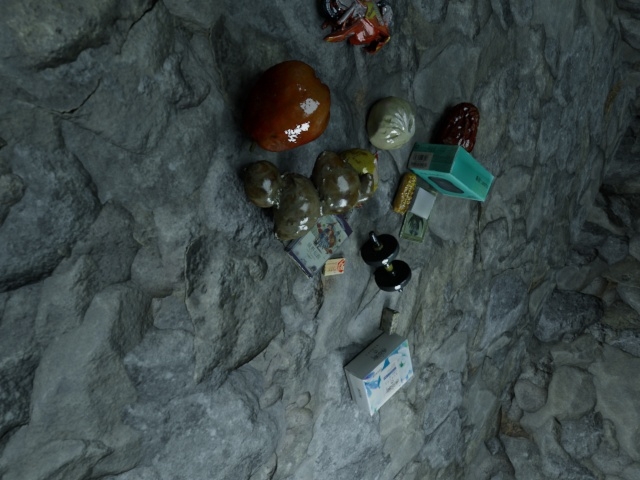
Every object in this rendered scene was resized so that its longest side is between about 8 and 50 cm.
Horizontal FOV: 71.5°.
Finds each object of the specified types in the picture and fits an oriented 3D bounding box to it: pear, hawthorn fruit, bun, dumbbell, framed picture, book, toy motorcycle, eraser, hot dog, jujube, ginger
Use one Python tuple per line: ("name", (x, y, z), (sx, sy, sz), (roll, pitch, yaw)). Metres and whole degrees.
("pear", (0.115, -0.215, 1.427), (0.178, 0.178, 0.177), (-15, 112, -39))
("hawthorn fruit", (-0.099, -0.333, 1.173), (0.261, 0.224, 0.224), (-44, 130, -3))
("bun", (0.261, -0.397, 1.530), (0.193, 0.128, 0.178), (9, 96, -46))
("dumbbell", (0.246, 0.084, 1.655), (0.143, 0.143, 0.325), (-48, 130, -21))
("framed picture", (0.405, -0.108, 1.830), (0.173, 0.010, 0.231), (11, 95, -44))
("book", (0.001, 0.000, 1.474), (0.231, 0.026, 0.157), (-48, 130, -14))
("toy motorcycle", (0.122, -0.662, 1.345), (0.298, 0.089, 0.171), (-12, 112, -39))
("eraser", (0.405, -0.147, 1.782), (0.150, 0.023, 0.103), (17, 94, -50))
("hot dog", (0.326, -0.183, 1.712), (0.071, 0.045, 0.165), (22, 88, -43))
("jujube", (0.550, -0.434, 1.772), (0.155, 0.155, 0.230), (29, 75, -44))
("ginger", (-0.022, -0.137, 1.275), (0.376, 0.176, 0.256), (-14, 121, -9))

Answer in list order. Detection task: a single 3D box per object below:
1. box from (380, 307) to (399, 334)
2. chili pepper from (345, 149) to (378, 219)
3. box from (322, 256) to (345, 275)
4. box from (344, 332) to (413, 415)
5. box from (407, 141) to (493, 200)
("box", (0.284, 0.330, 1.822), (0.045, 0.062, 0.098), (-4, 104, -43))
("chili pepper", (0.142, -0.190, 1.544), (0.059, 0.050, 0.267), (23, 84, 0))
("box", (0.048, 0.091, 1.564), (0.093, 0.015, 0.058), (-4, 107, -41))
("box", (0.242, 0.531, 1.809), (0.274, 0.116, 0.203), (-32, 123, -31))
("box", (0.514, -0.267, 1.747), (0.311, 0.205, 0.118), (22, 90, -44))
